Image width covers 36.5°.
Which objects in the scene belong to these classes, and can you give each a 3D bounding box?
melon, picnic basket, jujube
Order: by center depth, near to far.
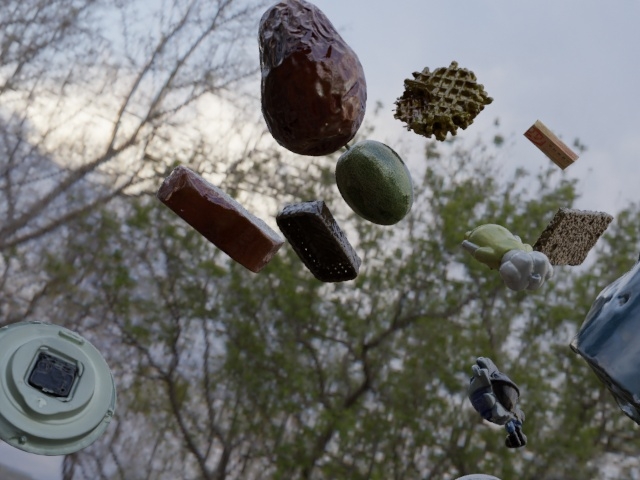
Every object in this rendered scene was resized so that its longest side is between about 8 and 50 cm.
[{"bbox_3d":[-0.024,-0.262,1.539,0.190,0.255,0.190,-19,-22,-8],"label":"jujube"},{"bbox_3d":[0.000,0.000,1.870,0.110,0.055,0.193,-7,-47,34],"label":"picnic basket"},{"bbox_3d":[0.101,-0.118,1.881,0.192,0.139,0.139,52,-31,0],"label":"melon"}]

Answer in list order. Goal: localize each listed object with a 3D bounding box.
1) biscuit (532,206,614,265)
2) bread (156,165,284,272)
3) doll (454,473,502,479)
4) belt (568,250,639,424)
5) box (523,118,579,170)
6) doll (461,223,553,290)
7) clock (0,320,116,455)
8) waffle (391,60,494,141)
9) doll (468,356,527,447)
[{"bbox_3d":[0.484,-0.006,1.882,0.231,0.131,0.025,4,32,-51],"label":"biscuit"},{"bbox_3d":[-0.251,-0.057,2.393,0.327,0.114,0.295,38,2,12],"label":"bread"},{"bbox_3d":[0.260,0.419,1.332,0.251,0.221,0.221,0,-24,-12],"label":"doll"},{"bbox_3d":[0.426,0.161,0.945,0.300,0.173,0.436,38,0,-25],"label":"belt"},{"bbox_3d":[0.383,-0.158,1.613,0.093,0.015,0.058,43,-12,2],"label":"box"},{"bbox_3d":[0.282,0.024,1.470,0.106,0.062,0.162,-6,26,-23],"label":"doll"},{"bbox_3d":[-0.421,0.216,1.503,0.236,0.236,0.053,28,-49,-19],"label":"clock"},{"bbox_3d":[0.253,-0.299,2.078,0.193,0.197,0.070,47,-12,40],"label":"waffle"},{"bbox_3d":[0.250,0.225,1.367,0.070,0.096,0.195,-19,-43,17],"label":"doll"}]
